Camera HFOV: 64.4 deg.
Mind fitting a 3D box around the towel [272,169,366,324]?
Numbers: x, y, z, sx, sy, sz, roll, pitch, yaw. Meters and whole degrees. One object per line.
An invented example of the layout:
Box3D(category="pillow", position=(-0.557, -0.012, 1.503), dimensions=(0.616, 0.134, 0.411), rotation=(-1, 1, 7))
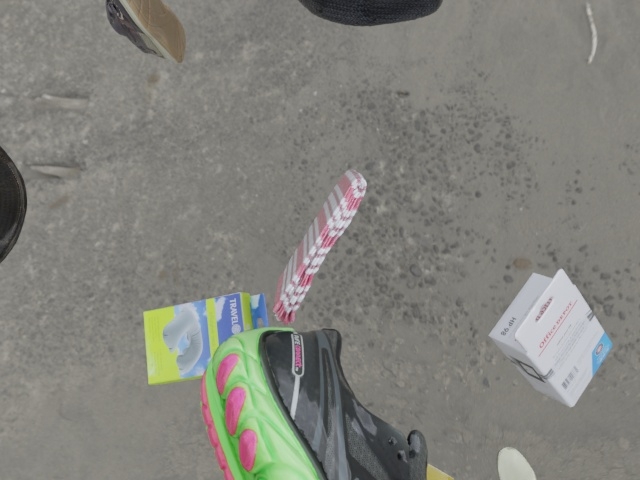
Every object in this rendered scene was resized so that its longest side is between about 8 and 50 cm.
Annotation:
Box3D(category="towel", position=(0.000, 0.000, 0.642), dimensions=(0.029, 0.144, 0.197), rotation=(30, 101, -8))

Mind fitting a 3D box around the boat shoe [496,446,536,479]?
Box3D(category="boat shoe", position=(0.275, 0.346, 0.691), dimensions=(0.049, 0.042, 0.133), rotation=(-24, 79, -3))

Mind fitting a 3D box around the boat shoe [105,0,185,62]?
Box3D(category="boat shoe", position=(-0.321, -0.394, 0.872), dimensions=(0.092, 0.285, 0.102), rotation=(0, 84, 7))

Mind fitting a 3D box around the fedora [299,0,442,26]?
Box3D(category="fedora", position=(0.071, -0.407, 0.729), dimensions=(0.334, 0.152, 0.334), rotation=(0, 42, 0))

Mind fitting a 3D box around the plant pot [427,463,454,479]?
Box3D(category="plant pot", position=(0.047, 0.383, 0.742), dimensions=(0.212, 0.212, 0.187), rotation=(24, 70, 16))

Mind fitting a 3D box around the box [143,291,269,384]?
Box3D(category="box", position=(-0.163, 0.141, 0.731), dimensions=(0.178, 0.042, 0.109), rotation=(-13, 76, 12))

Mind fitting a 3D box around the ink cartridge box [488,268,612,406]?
Box3D(category="ink cartridge box", position=(0.283, 0.115, 0.634), dimensions=(0.104, 0.180, 0.060), rotation=(-51, 31, -10))

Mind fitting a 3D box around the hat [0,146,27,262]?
Box3D(category="hat", position=(-0.611, -0.037, 0.762), dimensions=(0.134, 0.331, 0.331), rotation=(13, 65, 49))

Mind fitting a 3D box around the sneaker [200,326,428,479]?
Box3D(category="sneaker", position=(0.054, 0.290, 0.486), dimensions=(0.202, 0.185, 0.482), rotation=(-14, 69, -33))
